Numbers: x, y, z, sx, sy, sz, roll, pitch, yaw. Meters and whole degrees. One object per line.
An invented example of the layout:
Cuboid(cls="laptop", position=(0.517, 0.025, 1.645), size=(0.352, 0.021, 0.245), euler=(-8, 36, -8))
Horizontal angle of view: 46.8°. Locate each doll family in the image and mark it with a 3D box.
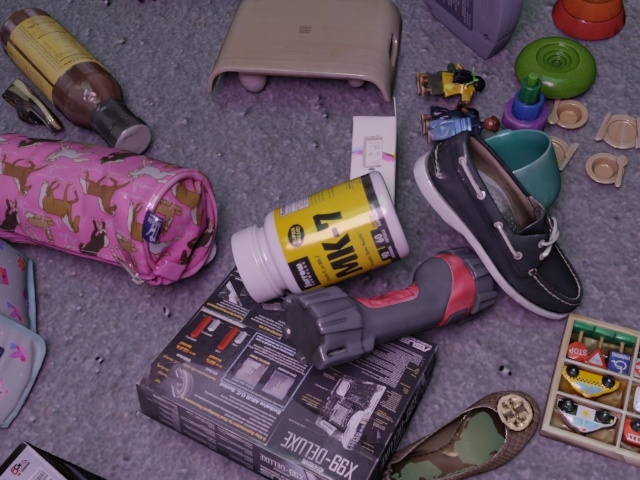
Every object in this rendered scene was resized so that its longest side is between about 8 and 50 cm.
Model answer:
Cuboid(cls="doll family", position=(0.216, -0.215, 1.165), size=(0.112, 0.076, 0.192), euler=(-3, 67, 1))

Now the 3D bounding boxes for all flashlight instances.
Cuboid(cls="flashlight", position=(0.090, 0.075, 0.924), size=(0.304, 0.103, 0.103), euler=(-8, 95, -37))

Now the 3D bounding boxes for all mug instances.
Cuboid(cls="mug", position=(0.284, -0.093, 1.065), size=(0.130, 0.097, 0.158), euler=(8, 41, 46))

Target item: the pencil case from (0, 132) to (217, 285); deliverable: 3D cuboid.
Cuboid(cls="pencil case", position=(-0.344, -0.053, 1.074), size=(0.386, 0.160, 0.167), euler=(14, 32, 25))

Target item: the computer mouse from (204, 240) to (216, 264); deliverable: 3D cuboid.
Cuboid(cls="computer mouse", position=(-0.220, -0.019, 1.135), size=(0.106, 0.042, 0.193), euler=(-28, 57, -12))

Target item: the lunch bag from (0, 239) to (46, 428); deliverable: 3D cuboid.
Cuboid(cls="lunch bag", position=(-0.494, 0.112, 0.996), size=(0.160, 0.223, 0.262), euler=(-19, 62, 6))

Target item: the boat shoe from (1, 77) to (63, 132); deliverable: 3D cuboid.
Cuboid(cls="boat shoe", position=(-0.496, -0.223, 1.271), size=(0.049, 0.056, 0.152), euler=(-43, 56, -9))

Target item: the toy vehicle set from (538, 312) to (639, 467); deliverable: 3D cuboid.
Cuboid(cls="toy vehicle set", position=(0.429, 0.206, 0.934), size=(0.267, 0.035, 0.165), euler=(15, 65, 14))

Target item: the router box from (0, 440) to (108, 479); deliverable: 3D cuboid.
Cuboid(cls="router box", position=(-0.359, 0.394, 0.822), size=(0.081, 0.243, 0.308), euler=(32, 70, 21))

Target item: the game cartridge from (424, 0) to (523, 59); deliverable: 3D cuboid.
Cuboid(cls="game cartridge", position=(0.230, -0.421, 1.141), size=(0.060, 0.294, 0.196), euler=(-33, 64, -6))

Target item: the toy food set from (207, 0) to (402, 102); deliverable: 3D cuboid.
Cuboid(cls="toy food set", position=(-0.022, -0.319, 1.249), size=(0.306, 0.092, 0.219), euler=(6, 52, 9))

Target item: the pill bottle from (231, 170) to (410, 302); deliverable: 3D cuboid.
Cuboid(cls="pill bottle", position=(0.000, 0.000, 0.953), size=(0.209, 0.119, 0.119), euler=(-21, 62, 7))

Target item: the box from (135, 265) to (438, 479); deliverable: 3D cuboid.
Cuboid(cls="box", position=(-0.036, 0.177, 0.943), size=(0.308, 0.076, 0.242), euler=(21, 47, 17))

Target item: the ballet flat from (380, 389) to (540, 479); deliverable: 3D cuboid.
Cuboid(cls="ballet flat", position=(0.166, 0.261, 0.927), size=(0.250, 0.058, 0.084), euler=(-25, 61, -5))

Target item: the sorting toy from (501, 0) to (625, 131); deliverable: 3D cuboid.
Cuboid(cls="sorting toy", position=(0.385, -0.323, 1.151), size=(0.127, 0.126, 0.365), euler=(26, 63, 20))

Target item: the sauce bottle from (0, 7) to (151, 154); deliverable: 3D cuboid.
Cuboid(cls="sauce bottle", position=(-0.411, -0.261, 1.246), size=(0.111, 0.111, 0.344), euler=(-39, 66, -13))

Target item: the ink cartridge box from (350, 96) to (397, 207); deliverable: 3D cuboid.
Cuboid(cls="ink cartridge box", position=(0.081, -0.104, 1.096), size=(0.067, 0.115, 0.198), euler=(1, 62, 7))

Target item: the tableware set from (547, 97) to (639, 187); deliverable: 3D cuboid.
Cuboid(cls="tableware set", position=(0.408, -0.153, 1.134), size=(0.169, 0.020, 0.141), euler=(20, 67, 16))

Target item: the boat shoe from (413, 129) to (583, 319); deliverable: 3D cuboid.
Cuboid(cls="boat shoe", position=(0.252, -0.015, 0.960), size=(0.302, 0.091, 0.114), euler=(40, 46, -15))
